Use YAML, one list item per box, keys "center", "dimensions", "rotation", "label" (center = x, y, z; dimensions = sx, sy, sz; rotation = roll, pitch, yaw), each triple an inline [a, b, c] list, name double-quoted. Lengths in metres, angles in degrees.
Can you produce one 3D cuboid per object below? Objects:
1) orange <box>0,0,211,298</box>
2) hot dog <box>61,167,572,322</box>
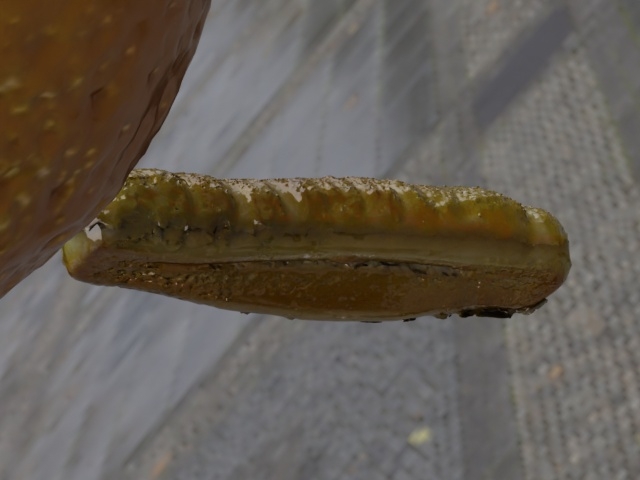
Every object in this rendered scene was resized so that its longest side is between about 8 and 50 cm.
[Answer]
- center: [-0.201, -0.116, 0.535]
  dimensions: [0.340, 0.340, 0.293]
  rotation: [-45, -17, 27]
  label: "orange"
- center: [0.000, -0.001, 0.985]
  dimensions: [0.083, 0.289, 0.068]
  rotation: [118, 148, -41]
  label: "hot dog"
